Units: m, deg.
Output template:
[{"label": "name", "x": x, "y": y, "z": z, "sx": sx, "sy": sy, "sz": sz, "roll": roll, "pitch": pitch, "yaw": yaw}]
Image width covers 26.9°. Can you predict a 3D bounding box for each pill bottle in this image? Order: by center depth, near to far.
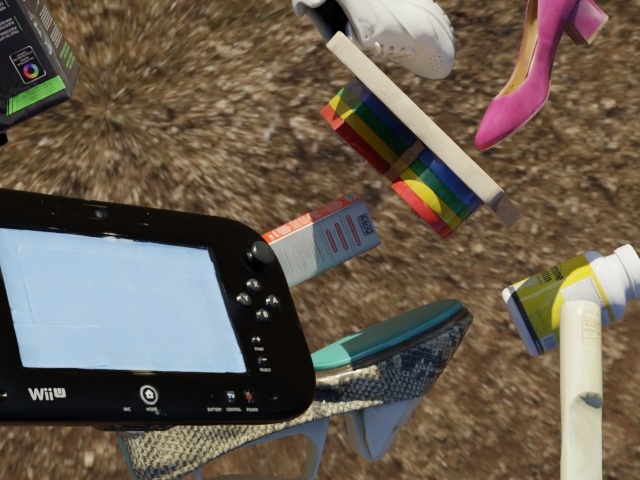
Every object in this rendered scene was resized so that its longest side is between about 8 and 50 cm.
[{"label": "pill bottle", "x": 0.345, "y": 0.076, "z": 1.801, "sx": 0.184, "sy": 0.103, "sz": 0.103, "roll": -25, "pitch": 99, "yaw": 5}]

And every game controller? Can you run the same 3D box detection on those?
[{"label": "game controller", "x": -0.137, "y": 0.048, "z": 0.888, "sx": 0.319, "sy": 0.166, "sz": 0.067, "roll": 6, "pitch": 136, "yaw": -43}]

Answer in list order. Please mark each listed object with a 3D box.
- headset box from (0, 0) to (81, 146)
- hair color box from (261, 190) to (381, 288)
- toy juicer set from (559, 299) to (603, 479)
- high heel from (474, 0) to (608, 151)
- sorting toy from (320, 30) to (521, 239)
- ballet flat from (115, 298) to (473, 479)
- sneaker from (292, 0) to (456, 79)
[{"label": "headset box", "x": -0.416, "y": -0.215, "z": 1.387, "sx": 0.246, "sy": 0.131, "sz": 0.283, "roll": -24, "pitch": 111, "yaw": 4}, {"label": "hair color box", "x": 0.000, "y": 0.000, "z": 1.742, "sx": 0.141, "sy": 0.043, "sz": 0.072, "roll": -25, "pitch": 111, "yaw": -9}, {"label": "toy juicer set", "x": 0.287, "y": 0.072, "z": 0.907, "sx": 0.329, "sy": 0.089, "sz": 0.209, "roll": -15, "pitch": 64, "yaw": -7}, {"label": "high heel", "x": 0.240, "y": -0.226, "z": 1.622, "sx": 0.117, "sy": 0.082, "sz": 0.244, "roll": 42, "pitch": 85, "yaw": -15}, {"label": "sorting toy", "x": 0.104, "y": -0.100, "z": 1.568, "sx": 0.089, "sy": 0.255, "sz": 0.257, "roll": -45, "pitch": 77, "yaw": 5}, {"label": "ballet flat", "x": -0.017, "y": 0.210, "z": 1.664, "sx": 0.483, "sy": 0.164, "sz": 0.182, "roll": -13, "pitch": 93, "yaw": -23}, {"label": "sneaker", "x": 0.058, "y": -0.269, "z": 1.681, "sx": 0.297, "sy": 0.111, "sz": 0.129, "roll": 28, "pitch": 55, "yaw": -36}]
